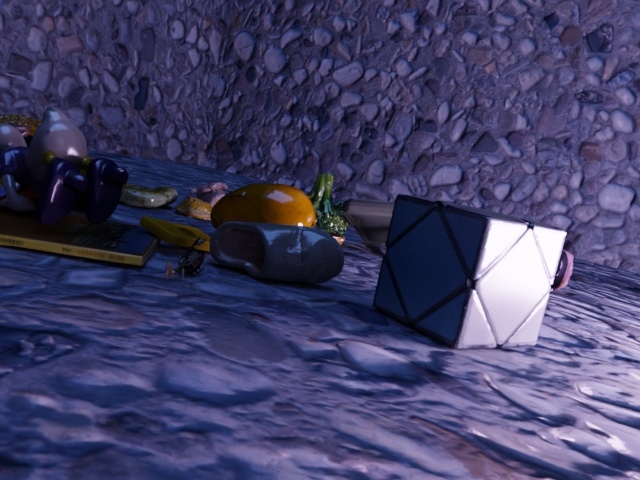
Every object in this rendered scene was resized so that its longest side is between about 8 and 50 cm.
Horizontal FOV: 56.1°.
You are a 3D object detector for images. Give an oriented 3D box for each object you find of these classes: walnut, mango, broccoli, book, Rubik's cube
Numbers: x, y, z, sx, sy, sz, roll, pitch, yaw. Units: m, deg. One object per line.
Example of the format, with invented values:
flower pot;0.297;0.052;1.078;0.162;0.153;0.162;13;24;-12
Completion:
walnut;0.000;0.000;1.524;0.121;0.052;0.091;17;7;18
mango;-0.130;-0.052;1.372;0.290;0.160;0.191;6;9;40
broccoli;0.007;-0.097;1.721;0.220;0.194;0.194;11;6;-43
book;-0.476;-0.021;1.040;0.374;0.028;0.262;10;8;-9
Rubik's cube;0.240;0.049;0.987;0.207;0.205;0.205;8;9;-37

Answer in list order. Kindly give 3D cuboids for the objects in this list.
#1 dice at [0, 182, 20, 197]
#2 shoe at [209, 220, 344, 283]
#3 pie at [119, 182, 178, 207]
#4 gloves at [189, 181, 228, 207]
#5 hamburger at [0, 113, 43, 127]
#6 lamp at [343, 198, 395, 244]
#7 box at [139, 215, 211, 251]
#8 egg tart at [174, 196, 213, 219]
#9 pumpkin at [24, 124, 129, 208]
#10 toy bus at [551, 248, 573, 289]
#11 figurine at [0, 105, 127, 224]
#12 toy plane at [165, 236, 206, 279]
dice;-0.740;-0.172;1.293;0.146;0.146;0.143;15;10;19
shoe;-0.083;0.023;1.078;0.251;0.103;0.100;7;7;4
pie;-0.527;-0.136;1.693;0.240;0.054;0.240;10;9;-2
gloves;-0.329;-0.136;1.876;0.110;0.094;0.144;-12;31;-44
hamburger;-0.769;-0.236;1.575;0.276;0.179;0.294;6;10;-43
lamp;0.222;-0.040;1.724;0.269;0.047;0.266;6;-20;22
box;-0.268;-0.010;1.171;0.087;0.023;0.155;27;5;32
egg tart;-0.341;-0.091;1.674;0.129;0.049;0.129;14;8;-2
pumpkin;-0.588;-0.155;1.350;0.312;0.148;0.169;25;11;39
toy bus;0.592;0.052;1.771;0.303;0.127;0.147;19;7;41
figurine;-0.525;-0.148;1.090;0.421;0.193;0.154;11;10;35
toy plane;-0.217;0.035;0.971;0.031;0.049;0.120;13;25;14
